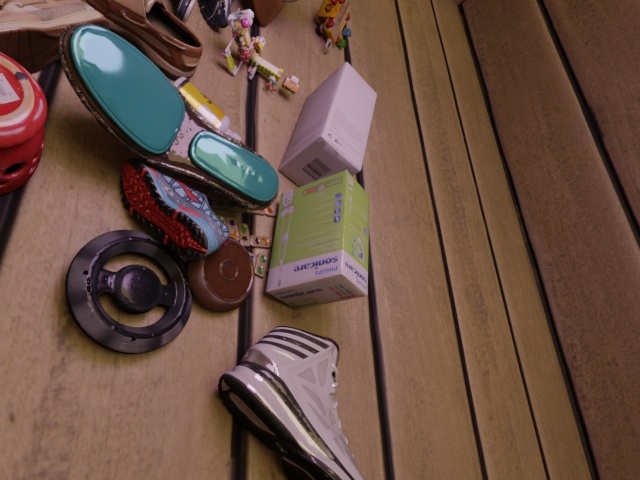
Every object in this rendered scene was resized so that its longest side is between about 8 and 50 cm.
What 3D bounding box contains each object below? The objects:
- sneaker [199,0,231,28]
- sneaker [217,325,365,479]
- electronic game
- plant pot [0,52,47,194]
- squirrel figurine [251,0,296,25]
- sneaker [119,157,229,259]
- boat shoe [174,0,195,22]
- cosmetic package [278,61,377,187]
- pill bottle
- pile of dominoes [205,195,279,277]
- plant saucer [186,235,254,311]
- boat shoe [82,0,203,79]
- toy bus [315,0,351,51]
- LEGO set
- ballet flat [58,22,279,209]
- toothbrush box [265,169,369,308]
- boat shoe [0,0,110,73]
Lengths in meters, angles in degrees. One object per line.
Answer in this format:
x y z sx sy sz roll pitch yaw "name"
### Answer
-0.279 -0.734 1.175 0.122 0.110 0.283 7 67 -51 "sneaker"
0.021 0.363 0.846 0.448 0.169 0.257 52 45 -7 "sneaker"
-0.334 0.089 0.735 0.229 0.048 0.229 30 47 -39 "electronic game"
-0.522 -0.185 0.607 0.191 0.174 0.191 22 54 -33 "plant pot"
-0.160 -0.937 1.214 0.397 0.281 0.371 47 21 -70 "squirrel figurine"
-0.289 -0.064 0.810 0.262 0.104 0.125 45 24 11 "sneaker"
-0.364 -0.679 1.069 0.079 0.095 0.255 21 55 -37 "boat shoe"
0.030 -0.329 1.196 0.155 0.197 0.366 37 49 -25 "cosmetic package"
-0.277 -0.275 0.938 0.184 0.103 0.103 42 46 -21 "pill bottle"
-0.165 -0.010 0.956 0.251 0.040 0.196 4 66 -42 "pile of dominoes"
-0.198 0.065 0.851 0.168 0.029 0.169 18 66 -46 "plant saucer"
-0.408 -0.525 0.928 0.324 0.120 0.123 36 48 -25 "boat shoe"
0.034 -0.830 1.523 0.104 0.191 0.202 22 38 21 "toy bus"
-0.183 -0.494 1.146 0.287 0.132 0.107 46 58 -50 "LEGO set"
-0.298 -0.202 0.823 0.482 0.182 0.164 35 65 -38 "ballet flat"
0.000 0.000 0.972 0.122 0.206 0.283 41 43 -43 "toothbrush box"
-0.540 -0.393 0.751 0.098 0.109 0.302 42 43 -7 "boat shoe"
